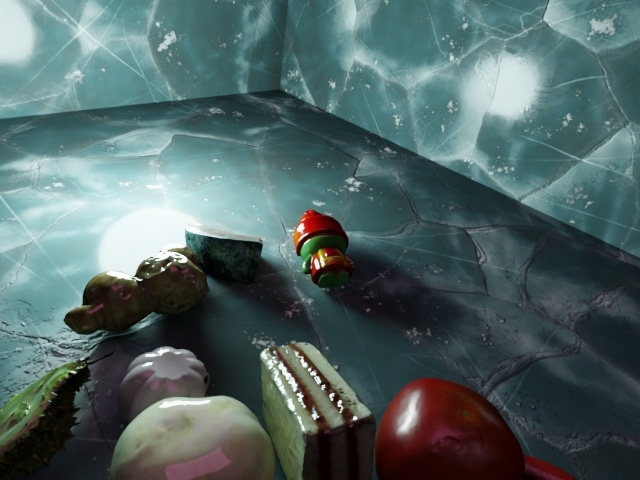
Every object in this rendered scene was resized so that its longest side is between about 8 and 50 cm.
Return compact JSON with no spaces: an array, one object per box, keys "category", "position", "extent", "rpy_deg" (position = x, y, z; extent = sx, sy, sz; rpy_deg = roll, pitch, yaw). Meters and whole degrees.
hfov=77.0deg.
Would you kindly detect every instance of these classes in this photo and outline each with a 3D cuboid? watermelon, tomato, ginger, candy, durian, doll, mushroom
[{"category":"watermelon","position":[-0.302,0.036,1.292],"extent":[0.318,0.148,0.226],"rpy_deg":[15,15,30]},{"category":"tomato","position":[0.247,0.410,0.797],"extent":[0.298,0.226,0.298],"rpy_deg":[4,35,-3]},{"category":"ginger","position":[-0.465,0.131,1.055],"extent":[0.256,0.176,0.375],"rpy_deg":[18,33,41]},{"category":"candy","position":[-0.020,0.337,0.768],"extent":[0.135,0.179,0.321],"rpy_deg":[-4,11,-20]},{"category":"durian","position":[-0.545,0.353,0.759],"extent":[0.132,0.106,0.375],"rpy_deg":[17,36,12]},{"category":"doll","position":[0.000,0.001,1.361],"extent":[0.183,0.160,0.363],"rpy_deg":[-7,38,-13]},{"category":"mushroom","position":[-0.213,0.396,0.680],"extent":[0.260,0.234,0.254],"rpy_deg":[24,31,28]}]

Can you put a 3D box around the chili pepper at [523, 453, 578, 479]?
[{"category":"chili pepper","position":[0.504,0.555,0.801],"extent":[0.137,0.092,0.368],"rpy_deg":[-30,42,-19]}]

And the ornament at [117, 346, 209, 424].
[{"category":"ornament","position":[-0.325,0.318,0.841],"extent":[0.177,0.177,0.177],"rpy_deg":[7,35,-5]}]
